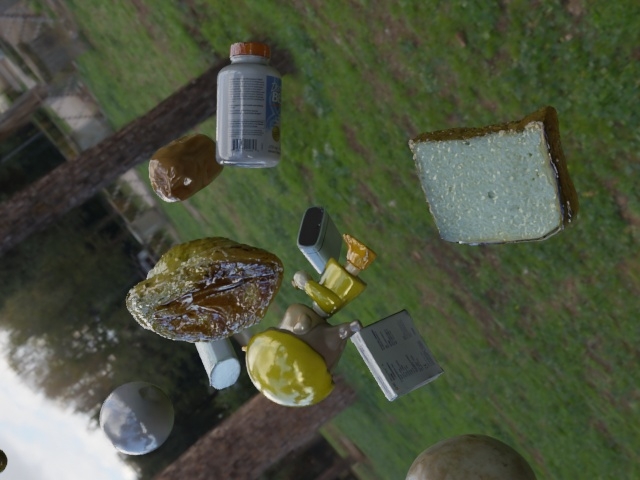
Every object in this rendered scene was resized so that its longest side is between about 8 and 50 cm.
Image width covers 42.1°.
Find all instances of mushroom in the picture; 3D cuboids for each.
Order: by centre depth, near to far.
[{"bbox_3d":[0.333,0.585,1.835,0.297,0.298,0.290,37,148,45],"label":"mushroom"}]

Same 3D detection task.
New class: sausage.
[{"bbox_3d":[-0.337,-0.189,2.109,0.120,0.241,0.136,4,114,28],"label":"sausage"}]

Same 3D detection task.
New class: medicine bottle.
[{"bbox_3d":[-0.171,-0.324,1.998,0.157,0.157,0.288,-177,89,-74],"label":"medicine bottle"},{"bbox_3d":[0.200,0.295,2.161,0.201,0.171,0.052,58,148,17],"label":"medicine bottle"}]

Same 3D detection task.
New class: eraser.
[{"bbox_3d":[-0.349,0.302,2.613,0.189,0.104,0.290,94,152,-58],"label":"eraser"}]

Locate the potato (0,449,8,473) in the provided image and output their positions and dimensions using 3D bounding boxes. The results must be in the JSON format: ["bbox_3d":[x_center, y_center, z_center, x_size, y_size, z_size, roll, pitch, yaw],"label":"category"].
[{"bbox_3d":[-0.926,0.601,2.267,0.138,0.091,0.070,20,138,-23],"label":"potato"}]

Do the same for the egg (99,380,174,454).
[{"bbox_3d":[-0.443,0.429,2.013,0.176,0.176,0.232,50,157,-1],"label":"egg"}]

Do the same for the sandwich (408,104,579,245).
[{"bbox_3d":[0.300,-0.102,1.418,0.251,0.087,0.226,-5,114,37],"label":"sandwich"}]

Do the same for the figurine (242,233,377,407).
[{"bbox_3d":[-0.008,0.152,1.571,0.187,0.343,0.215,31,180,13],"label":"figurine"}]

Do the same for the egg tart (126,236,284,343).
[{"bbox_3d":[-0.262,0.107,1.966,0.339,0.352,0.153,44,-164,-51],"label":"egg tart"}]

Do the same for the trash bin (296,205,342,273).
[{"bbox_3d":[0.000,0.000,1.959,0.059,0.116,0.130,1,150,24],"label":"trash bin"}]
